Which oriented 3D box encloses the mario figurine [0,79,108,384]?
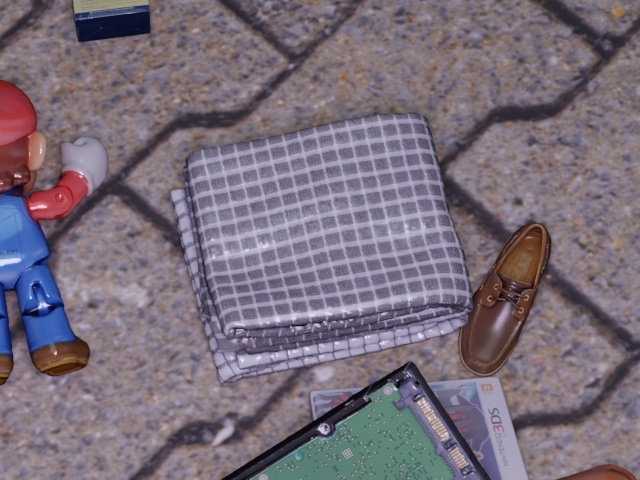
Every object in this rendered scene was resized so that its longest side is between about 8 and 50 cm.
[{"bbox_3d":[-0.327,-0.011,2.005,0.198,0.170,0.320,0,76,-43],"label":"mario figurine"}]

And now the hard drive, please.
[{"bbox_3d":[0.009,0.299,1.817,0.339,0.064,0.237,-34,92,13],"label":"hard drive"}]

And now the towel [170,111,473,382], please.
[{"bbox_3d":[0.000,0.000,2.001,0.284,0.121,0.235,-11,69,-8],"label":"towel"}]

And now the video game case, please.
[{"bbox_3d":[0.098,0.208,1.930,0.201,0.023,0.183,-4,36,-5],"label":"video game case"}]

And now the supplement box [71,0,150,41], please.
[{"bbox_3d":[-0.234,-0.273,2.123,0.083,0.056,0.083,-8,70,-7],"label":"supplement box"}]

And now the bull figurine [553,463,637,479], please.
[{"bbox_3d":[0.188,0.323,1.903,0.310,0.101,0.188,-15,75,-7],"label":"bull figurine"}]

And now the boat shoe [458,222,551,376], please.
[{"bbox_3d":[0.195,0.057,2.024,0.064,0.060,0.178,24,69,5],"label":"boat shoe"}]
